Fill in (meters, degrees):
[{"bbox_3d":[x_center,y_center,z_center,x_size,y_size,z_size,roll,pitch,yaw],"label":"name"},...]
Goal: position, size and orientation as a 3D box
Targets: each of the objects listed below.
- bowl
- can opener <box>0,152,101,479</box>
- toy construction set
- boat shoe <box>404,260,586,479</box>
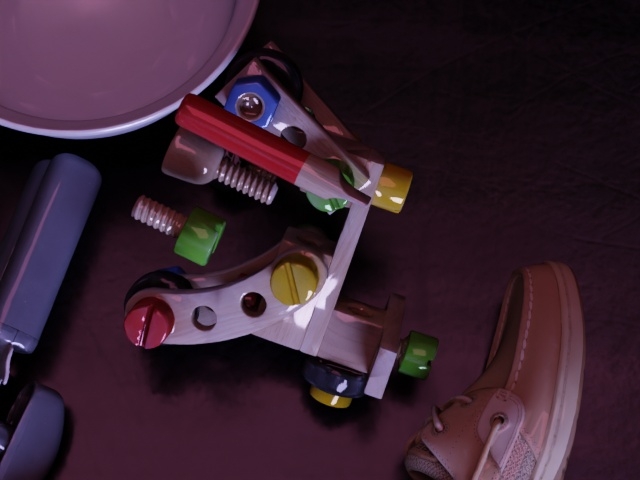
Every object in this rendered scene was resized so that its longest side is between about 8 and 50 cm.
[{"bbox_3d":[-0.193,-0.201,1.291,0.298,0.134,0.298,0,73,0],"label":"bowl"},{"bbox_3d":[-0.228,0.074,1.250,0.095,0.076,0.283,28,71,-26],"label":"can opener"},{"bbox_3d":[0.000,0.000,1.159,0.237,0.309,0.257,26,82,2],"label":"toy construction set"},{"bbox_3d":[0.121,0.164,1.177,0.110,0.121,0.341,15,66,-1],"label":"boat shoe"}]
